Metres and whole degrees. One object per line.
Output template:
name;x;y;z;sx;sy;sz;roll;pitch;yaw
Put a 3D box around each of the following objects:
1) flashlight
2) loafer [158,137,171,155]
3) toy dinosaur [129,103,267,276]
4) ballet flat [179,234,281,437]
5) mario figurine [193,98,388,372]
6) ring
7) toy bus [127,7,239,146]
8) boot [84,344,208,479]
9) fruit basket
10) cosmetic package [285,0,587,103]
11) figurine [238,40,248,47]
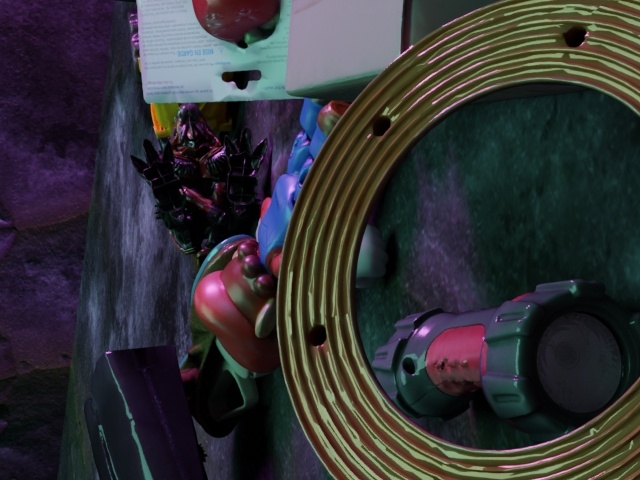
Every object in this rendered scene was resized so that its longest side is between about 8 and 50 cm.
flashlight;0.114;0.089;1.002;0.304;0.103;0.103;157;113;-70
loafer;-0.222;-0.122;2.301;0.170;0.062;0.061;-101;0;-52
toy dinosaur;-0.141;-0.043;1.905;0.322;0.164;0.218;57;164;20
ballet flat;-0.103;0.134;1.743;0.124;0.116;0.342;62;149;27
mario figurine;0.000;0.000;1.455;0.320;0.170;0.198;-64;-12;28
ring;0.115;0.014;0.844;0.336;0.032;0.337;-13;67;33
toy bus;-0.192;-0.226;2.102;0.220;0.149;0.211;-110;13;-59
boot;-0.209;0.399;1.755;0.367;0.146;0.445;-53;51;41
fruit basket;-0.091;-0.334;1.637;0.327;0.165;0.353;2;103;42
cosmetic package;0.084;-0.172;1.092;0.296;0.153;0.129;-170;84;-72
figurine;-0.086;-0.388;1.857;0.209;0.092;0.215;109;159;-52
